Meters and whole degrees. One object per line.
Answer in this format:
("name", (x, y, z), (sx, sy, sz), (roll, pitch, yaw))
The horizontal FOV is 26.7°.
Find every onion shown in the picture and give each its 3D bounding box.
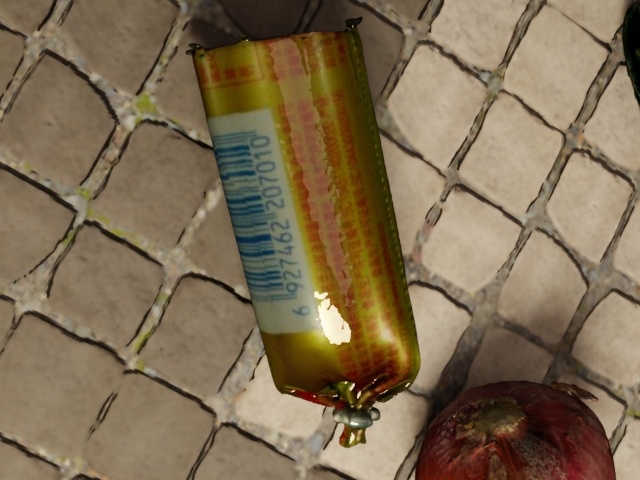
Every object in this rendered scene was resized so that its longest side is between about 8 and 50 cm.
("onion", (0.155, 0.207, 1.038), (0.159, 0.159, 0.195), (-28, 119, -20))

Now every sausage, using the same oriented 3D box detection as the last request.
("sausage", (0.002, -0.001, 0.978), (0.125, 0.117, 0.317), (-15, 100, -7))

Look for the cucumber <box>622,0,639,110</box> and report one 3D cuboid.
("cucumber", (0.319, -0.060, 1.135), (0.081, 0.072, 0.304), (-17, 98, -21))
